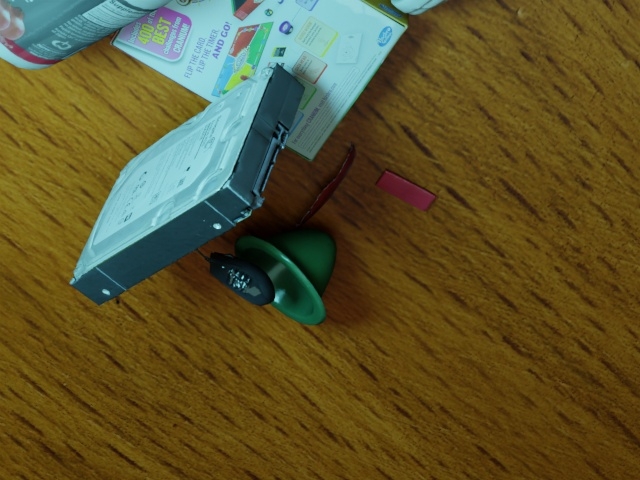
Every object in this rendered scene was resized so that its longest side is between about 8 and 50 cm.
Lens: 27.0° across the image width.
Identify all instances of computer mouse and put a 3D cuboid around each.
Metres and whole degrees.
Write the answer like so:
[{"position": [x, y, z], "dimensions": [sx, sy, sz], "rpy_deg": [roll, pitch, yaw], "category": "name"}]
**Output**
[{"position": [-0.160, 0.010, 1.912], "dimensions": [0.242, 0.071, 0.041], "rpy_deg": [36, 110, 6], "category": "computer mouse"}]

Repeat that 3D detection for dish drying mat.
[{"position": [0.121, -0.072, 1.905], "dimensions": [0.083, 0.008, 0.032], "rpy_deg": [27, 120, -13], "category": "dish drying mat"}]

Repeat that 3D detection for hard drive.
[{"position": [-0.177, -0.071, 1.740], "dimensions": [0.064, 0.236, 0.339], "rpy_deg": [41, 135, -24], "category": "hard drive"}]

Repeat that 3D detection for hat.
[{"position": [0.000, 0.000, 1.946], "dimensions": [0.173, 0.183, 0.208], "rpy_deg": [48, 157, -10], "category": "hat"}]

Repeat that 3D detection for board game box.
[{"position": [-0.080, -0.282, 1.759], "dimensions": [0.317, 0.064, 0.242], "rpy_deg": [30, 119, -14], "category": "board game box"}]

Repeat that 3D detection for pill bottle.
[{"position": [-0.273, -0.343, 1.628], "dimensions": [0.319, 0.176, 0.176], "rpy_deg": [-21, 119, 33], "category": "pill bottle"}]

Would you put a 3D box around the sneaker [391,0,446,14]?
[{"position": [0.242, -0.340, 1.677], "dimensions": [0.292, 0.108, 0.169], "rpy_deg": [-33, 123, 32], "category": "sneaker"}]
